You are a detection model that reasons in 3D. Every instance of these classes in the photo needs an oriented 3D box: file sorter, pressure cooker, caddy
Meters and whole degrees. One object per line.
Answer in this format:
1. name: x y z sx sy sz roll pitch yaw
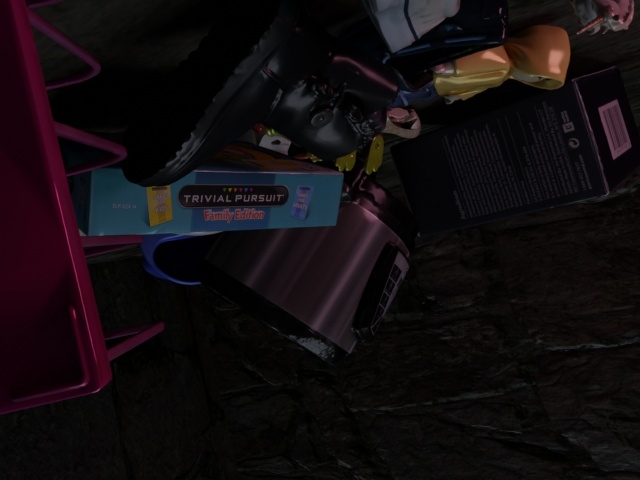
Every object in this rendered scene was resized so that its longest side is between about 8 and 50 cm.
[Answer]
1. file sorter: -0.240 -0.045 0.383 0.202 0.291 0.182 -13 -179 0
2. pressure cooker: -0.005 -0.003 1.218 0.375 0.421 0.369 38 169 -32
3. caddy: -0.262 -0.030 1.358 0.341 0.242 0.179 -12 -176 -35

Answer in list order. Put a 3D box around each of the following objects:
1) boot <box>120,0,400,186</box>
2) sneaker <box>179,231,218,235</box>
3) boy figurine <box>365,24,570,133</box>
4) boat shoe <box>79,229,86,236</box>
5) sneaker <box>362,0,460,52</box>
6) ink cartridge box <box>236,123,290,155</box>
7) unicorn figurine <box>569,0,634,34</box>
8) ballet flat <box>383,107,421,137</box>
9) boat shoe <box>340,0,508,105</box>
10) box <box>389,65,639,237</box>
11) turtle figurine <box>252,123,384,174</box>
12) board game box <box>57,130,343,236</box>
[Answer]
1. boot: -0.053 -0.119 0.607 0.246 0.094 0.207 -43 144 20
2. sneaker: -0.238 -0.081 0.944 0.290 0.123 0.106 -1 -151 -31
3. boy figurine: 0.203 -0.230 0.841 0.285 0.092 0.177 -10 176 11
4. boat shoe: -0.434 -0.062 0.953 0.109 0.091 0.305 -57 174 9
5. sneaker: 0.063 -0.222 0.445 0.091 0.094 0.258 -32 178 13
6. ink cartridge box: -0.125 -0.146 1.042 0.143 0.090 0.092 -13 178 34
7. unicorn figurine: 0.269 -0.242 0.567 0.060 0.111 0.162 -13 178 26
8. ballet flat: 0.156 -0.227 1.124 0.052 0.057 0.168 -27 169 40
9. boat shoe: 0.091 -0.209 0.671 0.109 0.089 0.258 -11 178 -34
10. box: 0.401 -0.177 1.213 0.395 0.212 0.293 -15 -173 42
11. turtle figurine: -0.011 -0.163 0.903 0.217 0.087 0.269 24 -176 34
12. board game box: -0.178 -0.083 0.780 0.336 0.079 0.253 -4 -161 -40
